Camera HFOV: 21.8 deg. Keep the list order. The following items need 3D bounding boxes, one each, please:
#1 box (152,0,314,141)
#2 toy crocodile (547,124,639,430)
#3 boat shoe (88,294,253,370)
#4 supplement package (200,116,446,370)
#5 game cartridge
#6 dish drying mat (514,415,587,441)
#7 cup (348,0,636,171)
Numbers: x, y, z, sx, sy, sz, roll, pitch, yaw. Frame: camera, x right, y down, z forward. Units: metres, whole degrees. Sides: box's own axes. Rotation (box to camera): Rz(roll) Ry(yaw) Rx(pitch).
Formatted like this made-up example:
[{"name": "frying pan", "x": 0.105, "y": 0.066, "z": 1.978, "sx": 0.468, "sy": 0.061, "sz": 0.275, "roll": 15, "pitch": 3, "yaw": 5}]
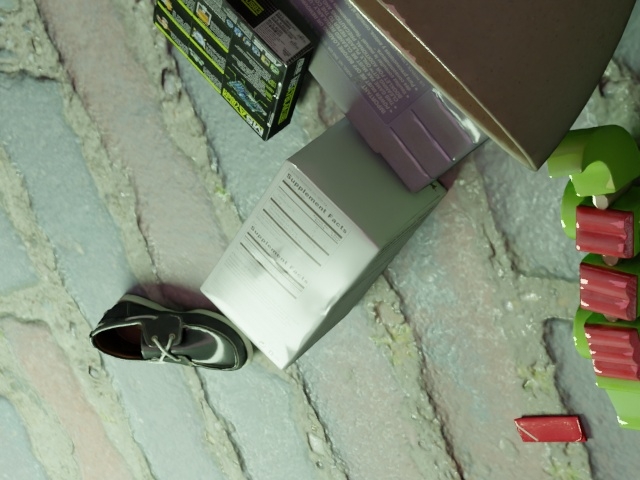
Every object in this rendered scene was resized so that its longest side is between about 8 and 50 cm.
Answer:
[{"name": "box", "x": -0.095, "y": -0.215, "z": 1.725, "sx": 0.191, "sy": 0.045, "sz": 0.184, "roll": 47, "pitch": 161, "yaw": 11}, {"name": "toy crocodile", "x": 0.287, "y": 0.043, "z": 1.574, "sx": 0.115, "sy": 0.105, "sz": 0.341, "roll": 9, "pitch": 123, "yaw": 37}, {"name": "boat shoe", "x": -0.185, "y": 0.129, "z": 2.062, "sx": 0.233, "sy": 0.079, "sz": 0.084, "roll": 10, "pitch": 122, "yaw": 34}, {"name": "supplement package", "x": 0.000, "y": 0.000, "z": 1.769, "sx": 0.134, "sy": 0.139, "sz": 0.244, "roll": 44, "pitch": 136, "yaw": 7}, {"name": "game cartridge", "x": 0.054, "y": -0.237, "z": 1.623, "sx": 0.355, "sy": 0.068, "sz": 0.230, "roll": 52, "pitch": 142, "yaw": 0}, {"name": "dish drying mat", "x": 0.248, "y": 0.204, "z": 1.789, "sx": 0.083, "sy": 0.008, "sz": 0.032, "roll": -7, "pitch": 112, "yaw": 43}, {"name": "cup", "x": 0.141, "y": -0.255, "z": 1.368, "sx": 0.331, "sy": 0.331, "sz": 0.237, "roll": 45, "pitch": 94, "yaw": 8}]
